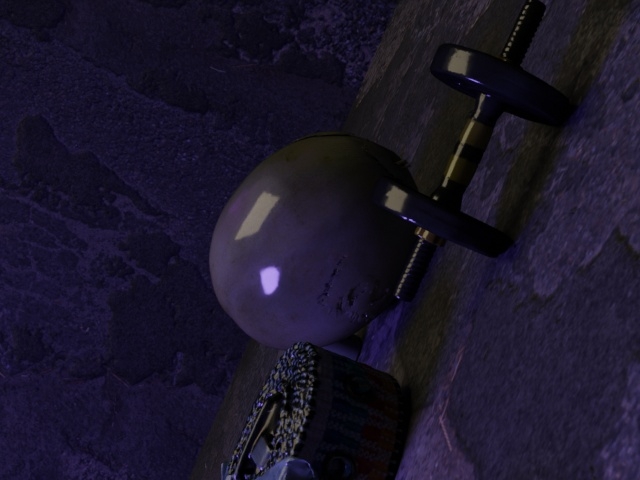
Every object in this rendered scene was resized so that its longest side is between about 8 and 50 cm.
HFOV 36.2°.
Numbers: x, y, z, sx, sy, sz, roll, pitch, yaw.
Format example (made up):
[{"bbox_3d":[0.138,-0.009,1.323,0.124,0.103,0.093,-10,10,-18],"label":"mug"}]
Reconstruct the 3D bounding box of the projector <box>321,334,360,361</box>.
[{"bbox_3d":[0.006,0.171,1.469,0.083,0.082,0.083,-105,38,-80],"label":"projector"}]

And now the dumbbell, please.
[{"bbox_3d":[0.148,-0.088,0.980,0.143,0.143,0.325,-117,51,-82],"label":"dumbbell"}]

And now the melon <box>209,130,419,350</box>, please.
[{"bbox_3d":[0.000,0.000,1.334,0.330,0.268,0.268,-45,14,18],"label":"melon"}]

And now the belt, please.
[{"bbox_3d":[-0.013,0.250,1.077,0.257,0.150,0.207,-68,16,-5],"label":"belt"}]
